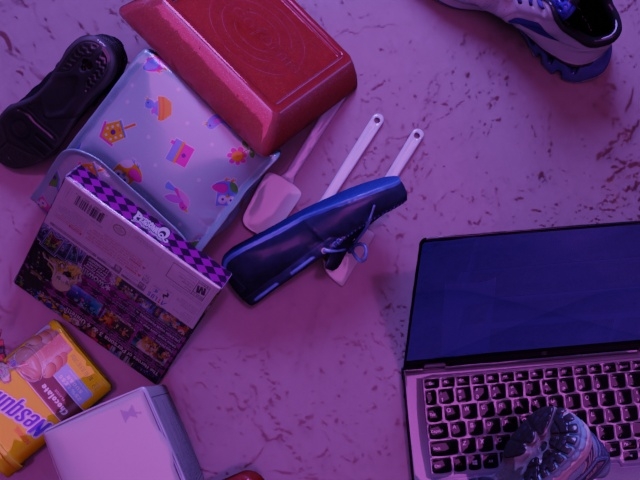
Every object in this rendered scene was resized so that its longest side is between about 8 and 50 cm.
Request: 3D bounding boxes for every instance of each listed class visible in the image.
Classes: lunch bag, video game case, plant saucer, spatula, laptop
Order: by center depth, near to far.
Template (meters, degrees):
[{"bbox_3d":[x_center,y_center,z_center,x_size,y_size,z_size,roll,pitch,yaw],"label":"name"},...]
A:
[{"bbox_3d":[-0.251,0.047,1.488,0.232,0.210,0.042,35,38,0],"label":"video game case"},{"bbox_3d":[0.310,0.197,1.492,0.382,0.236,0.407,-4,83,-5],"label":"laptop"},{"bbox_3d":[-0.212,-0.079,1.520,0.223,0.160,0.262,40,94,-5],"label":"lunch bag"},{"bbox_3d":[-0.087,-0.257,1.527,0.258,0.048,0.259,45,40,1],"label":"plant saucer"},{"bbox_3d":[0.022,-0.083,1.608,0.168,0.019,0.242,31,82,0],"label":"spatula"}]

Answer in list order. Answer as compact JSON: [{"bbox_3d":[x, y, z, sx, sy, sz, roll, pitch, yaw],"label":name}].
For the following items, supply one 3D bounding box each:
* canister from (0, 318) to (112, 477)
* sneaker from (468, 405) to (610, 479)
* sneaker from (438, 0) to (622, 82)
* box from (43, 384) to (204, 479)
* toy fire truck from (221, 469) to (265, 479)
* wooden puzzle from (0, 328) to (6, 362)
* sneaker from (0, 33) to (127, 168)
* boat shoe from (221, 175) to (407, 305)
[{"bbox_3d":[-0.366,0.196,1.509,0.170,0.073,0.126,-40,92,-8],"label":"canister"},{"bbox_3d":[0.246,0.338,1.475,0.122,0.110,0.283,34,109,-32],"label":"sneaker"},{"bbox_3d":[0.280,-0.345,1.581,0.316,0.182,0.127,33,80,-1],"label":"sneaker"},{"bbox_3d":[-0.220,0.255,1.396,0.121,0.311,0.148,-23,84,-5],"label":"box"},{"bbox_3d":[-0.102,0.455,1.472,0.254,0.169,0.302,-26,85,11],"label":"toy fire truck"},{"bbox_3d":[-0.433,0.155,1.544,0.049,0.006,0.083,-9,84,-6],"label":"wooden puzzle"},{"bbox_3d":[-0.334,-0.185,1.563,0.087,0.130,0.227,44,109,-4],"label":"sneaker"},{"bbox_3d":[0.000,0.000,1.554,0.258,0.109,0.089,-26,98,8],"label":"boat shoe"}]
